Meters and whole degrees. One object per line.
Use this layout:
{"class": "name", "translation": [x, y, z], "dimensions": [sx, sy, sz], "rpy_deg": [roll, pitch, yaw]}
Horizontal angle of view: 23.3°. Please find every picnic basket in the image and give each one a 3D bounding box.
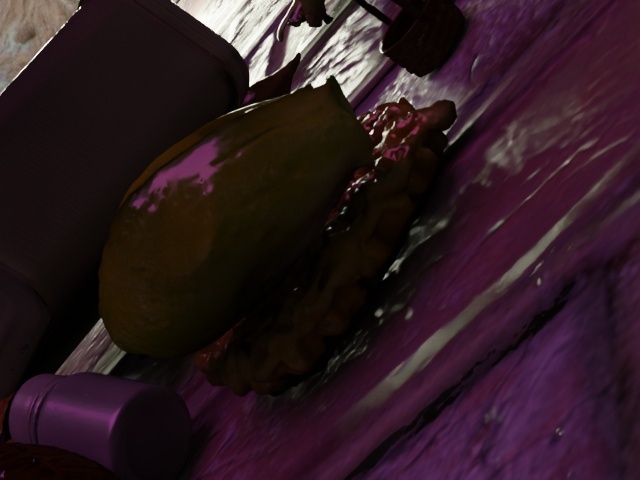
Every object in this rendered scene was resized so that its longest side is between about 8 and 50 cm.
{"class": "picnic basket", "translation": [0.061, -0.169, 1.158], "dimensions": [0.072, 0.083, 0.072], "rpy_deg": [-51, 16, 21]}

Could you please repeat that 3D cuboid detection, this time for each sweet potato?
{"class": "sweet potato", "translation": [-0.054, -0.135, 1.499], "dimensions": [0.117, 0.049, 0.049], "rpy_deg": [-53, 16, -4]}

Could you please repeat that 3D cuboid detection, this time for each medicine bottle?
{"class": "medicine bottle", "translation": [-0.164, 0.138, 1.141], "dimensions": [0.130, 0.080, 0.080], "rpy_deg": [6, 60, 42]}

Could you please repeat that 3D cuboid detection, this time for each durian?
{"class": "durian", "translation": [-0.062, 0.000, 0.960], "dimensions": [0.250, 0.101, 0.139], "rpy_deg": [-48, -23, 24]}

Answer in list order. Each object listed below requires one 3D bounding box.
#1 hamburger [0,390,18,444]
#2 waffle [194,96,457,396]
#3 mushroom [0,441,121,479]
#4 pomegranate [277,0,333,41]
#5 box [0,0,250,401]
{"class": "hamburger", "translation": [-0.254, 0.238, 1.257], "dimensions": [0.231, 0.107, 0.231], "rpy_deg": [-43, 27, 28]}
{"class": "waffle", "translation": [0.000, 0.000, 1.054], "dimensions": [0.238, 0.058, 0.243], "rpy_deg": [-60, 15, -17]}
{"class": "mushroom", "translation": [-0.228, 0.242, 1.028], "dimensions": [0.253, 0.153, 0.253], "rpy_deg": [-25, 34, 18]}
{"class": "pomegranate", "translation": [-0.008, -0.274, 1.537], "dimensions": [0.122, 0.122, 0.162], "rpy_deg": [-122, 40, -73]}
{"class": "box", "translation": [-0.254, -0.009, 1.417], "dimensions": [0.344, 0.177, 0.352], "rpy_deg": [-57, 2, -42]}
